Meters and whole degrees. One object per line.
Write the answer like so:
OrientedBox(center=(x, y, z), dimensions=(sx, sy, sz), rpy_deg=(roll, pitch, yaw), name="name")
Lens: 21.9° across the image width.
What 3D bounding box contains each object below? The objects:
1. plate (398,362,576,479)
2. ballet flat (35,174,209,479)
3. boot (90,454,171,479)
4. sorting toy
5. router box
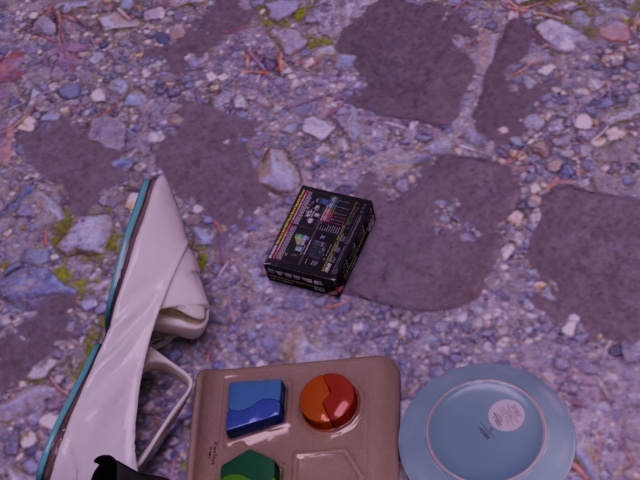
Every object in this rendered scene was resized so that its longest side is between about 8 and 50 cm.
OrientedBox(center=(0.175, 0.206, 1.746), dimensions=(0.188, 0.024, 0.188), rpy_deg=(-4, 54, 5), name="plate")
OrientedBox(center=(-0.196, 0.117, 1.845), dimensions=(0.139, 0.139, 0.400), rpy_deg=(7, 61, 17), name="ballet flat")
OrientedBox(center=(-0.187, 0.323, 1.659), dimensions=(0.077, 0.137, 0.197), rpy_deg=(-23, 54, 26), name="boot")
OrientedBox(center=(-0.033, 0.258, 1.747), dimensions=(0.229, 0.041, 0.307), rpy_deg=(-4, 54, 9), name="sorting toy")
OrientedBox(center=(0.000, 0.000, 1.928), dimensions=(0.092, 0.038, 0.122), rpy_deg=(14, 59, 20), name="router box")
